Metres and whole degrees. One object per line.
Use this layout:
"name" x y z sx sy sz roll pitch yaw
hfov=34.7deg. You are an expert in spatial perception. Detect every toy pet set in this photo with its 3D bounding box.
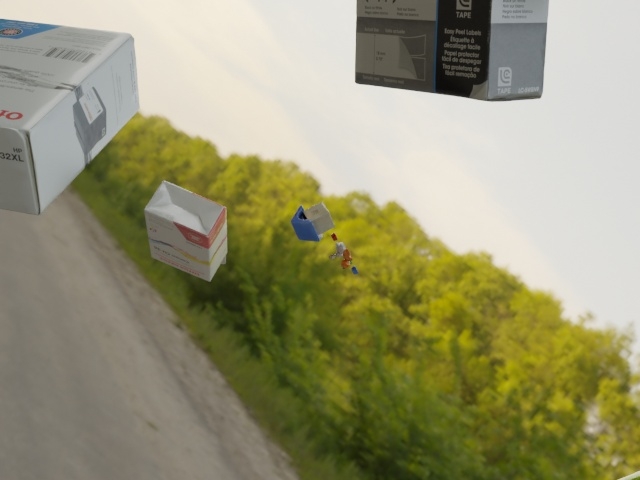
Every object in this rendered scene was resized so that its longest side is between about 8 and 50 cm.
"toy pet set" 0.000 0.000 1.744 0.114 0.065 0.122 65 -4 -37

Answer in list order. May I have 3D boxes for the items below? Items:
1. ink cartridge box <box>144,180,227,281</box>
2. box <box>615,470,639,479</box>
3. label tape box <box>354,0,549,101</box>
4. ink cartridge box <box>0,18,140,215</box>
"ink cartridge box" -0.218 -0.003 1.678 0.115 0.067 0.198 23 -27 9
"box" 0.523 0.465 1.749 0.042 0.178 0.109 -16 76 -55
"label tape box" 0.152 -0.342 1.199 0.106 0.333 0.241 -9 17 -35
"ink cartridge box" -0.411 -0.177 1.383 0.223 0.307 0.129 10 -55 13
